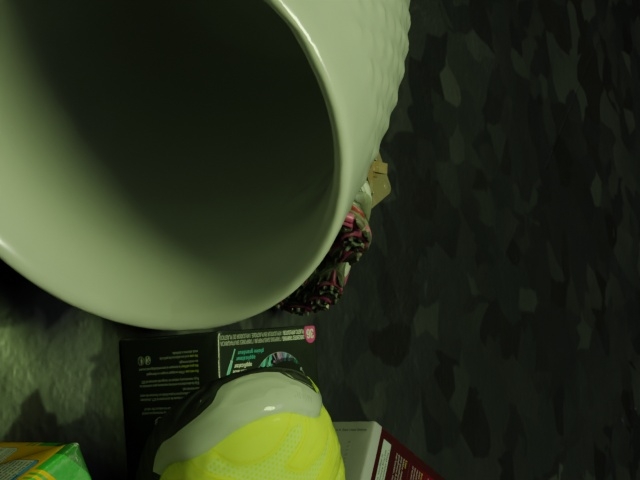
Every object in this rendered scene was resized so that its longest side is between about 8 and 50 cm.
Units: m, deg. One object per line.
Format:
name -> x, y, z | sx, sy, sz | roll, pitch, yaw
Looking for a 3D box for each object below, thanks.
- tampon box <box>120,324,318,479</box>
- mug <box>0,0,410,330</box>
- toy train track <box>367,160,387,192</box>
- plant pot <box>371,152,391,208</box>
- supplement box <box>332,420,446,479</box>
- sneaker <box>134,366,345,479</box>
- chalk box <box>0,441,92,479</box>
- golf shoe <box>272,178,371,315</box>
tampon box -> -0.072, 0.150, 0.820 | 0.120, 0.101, 0.161 | 1, 82, -54
mug -> -0.078, -0.105, 0.761 | 0.328, 0.276, 0.374 | -64, 164, -54
toy train track -> 0.027, -0.067, 0.916 | 0.083, 0.014, 0.048 | 7, 84, -48
plant pot -> 0.000, -0.058, 0.972 | 0.109, 0.096, 0.109 | -40, 115, -52
supplement box -> 0.072, 0.281, 1.022 | 0.239, 0.073, 0.130 | 45, 50, -39
sneaker -> -0.033, 0.249, 0.675 | 0.145, 0.147, 0.384 | -13, 125, -24
chalk box -> -0.188, 0.239, 0.611 | 0.132, 0.132, 0.213 | -38, 114, -51
golf shoe -> 0.000, 0.000, 0.905 | 0.067, 0.186, 0.086 | 18, 54, -13
